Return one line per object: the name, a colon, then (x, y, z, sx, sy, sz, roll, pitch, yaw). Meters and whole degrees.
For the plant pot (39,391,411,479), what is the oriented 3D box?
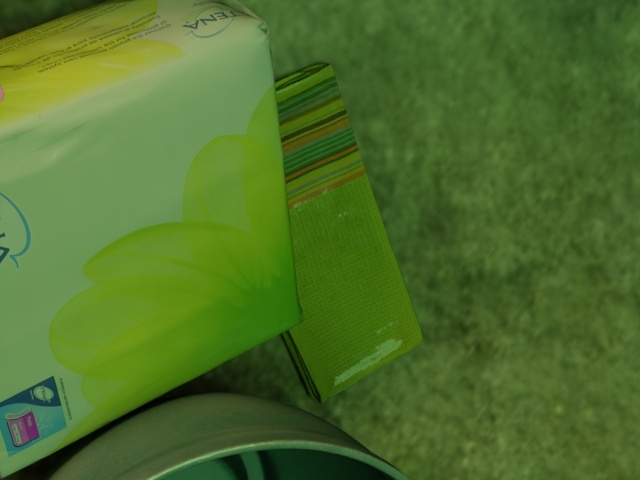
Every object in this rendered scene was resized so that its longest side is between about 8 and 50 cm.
plant pot: (-0.083, 0.219, 0.738, 0.293, 0.196, 0.293, -8, 111, -22)

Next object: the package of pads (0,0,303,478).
package of pads: (-0.156, 0.000, 0.635, 0.296, 0.101, 0.229, -27, 131, -28)

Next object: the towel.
towel: (0.000, 0.000, 0.798, 0.102, 0.021, 0.237, -27, 117, -12)
